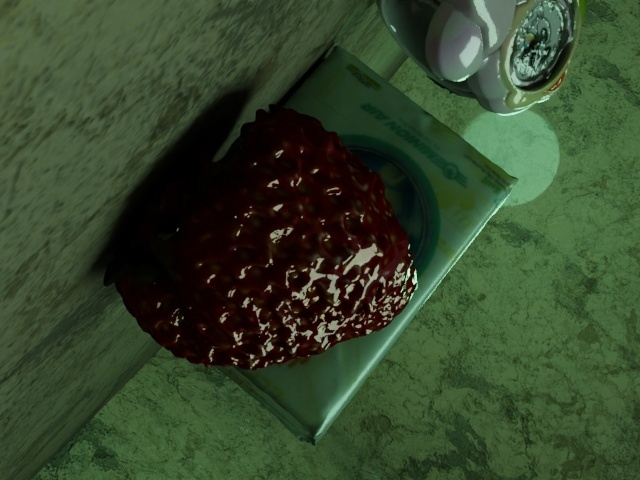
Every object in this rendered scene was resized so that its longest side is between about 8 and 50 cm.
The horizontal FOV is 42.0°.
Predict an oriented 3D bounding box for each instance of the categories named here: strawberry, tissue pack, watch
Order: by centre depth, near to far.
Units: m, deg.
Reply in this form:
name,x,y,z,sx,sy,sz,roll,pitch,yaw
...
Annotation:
name,x,y,z,sx,sy,sz,roll,pitch,yaw
strawberry,-0.040,0.019,0.758,0.261,0.258,0.261,-40,-174,5
watch,0.156,-0.259,0.934,0.211,0.217,0.248,-51,139,-7
tissue pack,0.000,0.000,0.990,0.388,0.287,0.162,-51,175,-17

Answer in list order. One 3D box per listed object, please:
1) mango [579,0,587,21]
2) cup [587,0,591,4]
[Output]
name,x,y,z,sx,sy,sz,roll,pitch,yaw
mango,0.251,-0.363,1.197,0.201,0.225,0.382,-36,-158,9
cup,0.455,-0.607,1.593,0.274,0.253,0.253,-60,-175,-24
